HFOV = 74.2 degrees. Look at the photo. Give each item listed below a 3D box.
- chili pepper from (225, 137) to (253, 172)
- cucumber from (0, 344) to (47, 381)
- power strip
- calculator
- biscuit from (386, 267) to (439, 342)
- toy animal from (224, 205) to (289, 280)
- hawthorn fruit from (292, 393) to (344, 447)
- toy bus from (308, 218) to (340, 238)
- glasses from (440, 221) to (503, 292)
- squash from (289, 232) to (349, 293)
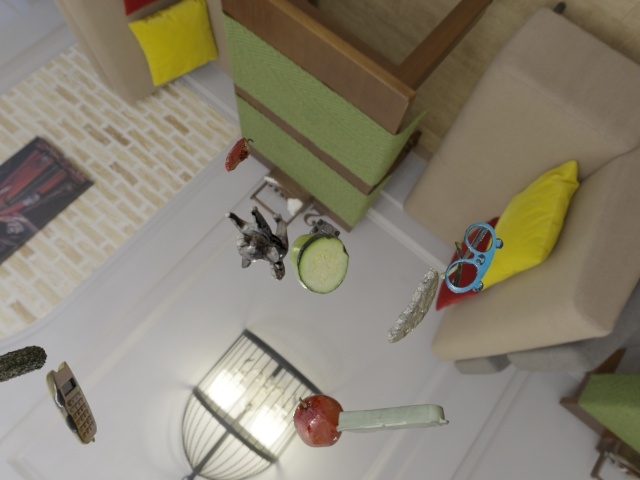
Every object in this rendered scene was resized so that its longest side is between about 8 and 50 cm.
[{"bbox_3d":[-0.267,-0.280,1.371,0.050,0.268,0.059,0,126,11],"label":"chili pepper"},{"bbox_3d":[-1.065,0.421,1.357,0.096,0.096,0.359,38,-173,10],"label":"cucumber"},{"bbox_3d":[0.170,0.431,1.019,0.286,0.048,0.080,-21,144,33],"label":"power strip"},{"bbox_3d":[-0.680,0.454,1.163,0.236,0.033,0.157,64,164,-3],"label":"calculator"},{"bbox_3d":[0.289,0.204,1.265,0.032,0.250,0.133,33,-178,35],"label":"biscuit"},{"bbox_3d":[-0.253,0.027,1.836,0.344,0.194,0.302,10,-115,-67],"label":"toy animal"},{"bbox_3d":[-0.016,0.638,1.540,0.196,0.196,0.225,15,147,54],"label":"hawthorn fruit"},{"bbox_3d":[0.000,0.000,1.948,0.126,0.136,0.209,34,-156,-1],"label":"toy bus"},{"bbox_3d":[0.438,0.058,1.335,0.102,0.239,0.207,34,164,-17],"label":"glasses"},{"bbox_3d":[-0.016,0.080,1.502,0.133,0.220,0.220,0,136,53],"label":"squash"}]
